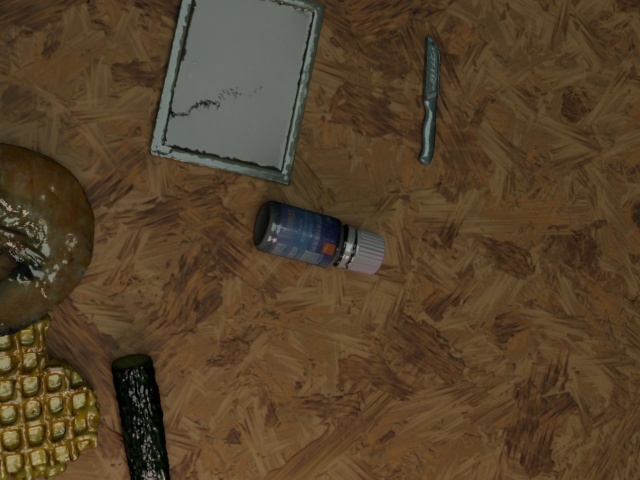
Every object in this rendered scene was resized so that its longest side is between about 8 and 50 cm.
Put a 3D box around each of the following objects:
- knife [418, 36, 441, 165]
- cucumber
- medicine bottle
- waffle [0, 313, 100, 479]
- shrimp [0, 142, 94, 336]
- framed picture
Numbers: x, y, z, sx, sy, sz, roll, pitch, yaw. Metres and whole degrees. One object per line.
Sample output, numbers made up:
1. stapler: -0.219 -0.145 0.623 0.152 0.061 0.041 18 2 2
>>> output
1. knife: 0.180 -0.228 1.865 0.028 0.015 0.210 3 92 -14
2. cucumber: -0.264 0.320 1.717 0.067 0.067 0.294 -10 99 -19
3. medicine bottle: 0.000 0.000 1.780 0.203 0.083 0.084 15 88 -22
4. waffle: -0.431 0.230 1.654 0.253 0.056 0.249 29 84 -17
5. shrimp: -0.518 -0.016 1.553 0.445 0.085 0.272 13 82 -36
6. framed picture: -0.126 -0.251 1.751 0.231 0.018 0.293 12 89 -21
